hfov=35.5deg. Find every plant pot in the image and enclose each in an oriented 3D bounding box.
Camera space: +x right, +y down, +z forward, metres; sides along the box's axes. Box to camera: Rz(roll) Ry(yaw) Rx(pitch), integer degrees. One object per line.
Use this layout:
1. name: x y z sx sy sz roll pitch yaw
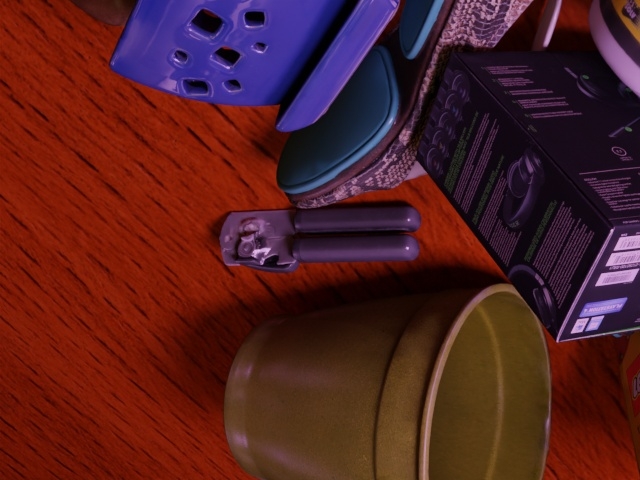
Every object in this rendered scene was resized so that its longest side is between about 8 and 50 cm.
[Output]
1. plant pot: 0.073 0.228 1.332 0.353 0.366 0.366 3 134 34
2. plant pot: -0.044 -0.260 0.965 0.212 0.236 0.236 24 136 -13

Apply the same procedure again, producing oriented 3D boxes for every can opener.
1. can opener: 0.000 0.000 1.323 0.284 0.075 0.095 -1 164 21

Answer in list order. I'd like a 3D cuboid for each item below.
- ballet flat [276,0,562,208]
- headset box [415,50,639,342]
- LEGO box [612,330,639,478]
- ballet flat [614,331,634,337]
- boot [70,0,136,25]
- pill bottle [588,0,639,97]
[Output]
1. ballet flat: 0.126 -0.175 1.045 0.182 0.164 0.483 15 137 -21
2. headset box: 0.259 -0.063 0.933 0.246 0.283 0.131 -6 133 -26
3. LEGO box: 0.496 0.096 0.976 0.193 0.372 0.500 10 137 -7
4. ballet flat: 0.289 -0.009 1.149 0.280 0.095 0.096 44 116 -5
5. boot: -0.324 -0.330 1.081 0.305 0.115 0.112 42 131 -21
6. pill bottle: 0.387 -0.264 0.820 0.188 0.188 0.334 27 135 -5
